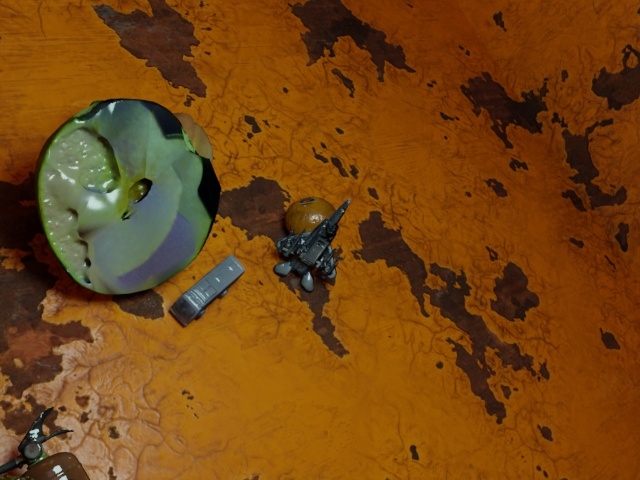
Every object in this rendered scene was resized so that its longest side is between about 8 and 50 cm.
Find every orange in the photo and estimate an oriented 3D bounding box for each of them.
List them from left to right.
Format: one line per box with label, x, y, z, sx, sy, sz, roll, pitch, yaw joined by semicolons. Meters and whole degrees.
orange;-0.020;-0.048;2.014;0.135;0.135;0.118;-53;130;-46

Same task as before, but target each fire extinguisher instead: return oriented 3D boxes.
fire extinguisher;-0.431;0.478;1.328;0.200;0.113;0.376;-24;76;-44

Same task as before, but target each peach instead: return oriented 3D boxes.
peach;-0.332;-0.202;1.852;0.184;0.184;0.184;20;50;-25

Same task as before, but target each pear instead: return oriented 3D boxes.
pear;-0.418;-0.101;1.652;0.398;0.165;0.399;-14;113;-37

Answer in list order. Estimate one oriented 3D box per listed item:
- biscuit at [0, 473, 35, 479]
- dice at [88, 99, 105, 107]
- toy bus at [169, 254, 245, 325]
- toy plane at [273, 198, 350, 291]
biscuit;-0.571;0.403;1.244;0.236;0.026;0.131;9;30;-1
dice;-0.473;-0.224;1.787;0.128;0.131;0.120;25;46;-20
toy bus;-0.242;0.107;1.766;0.064;0.075;0.190;47;43;-1
toy plane;0.000;0.003;1.920;0.169;0.246;0.078;32;25;-16
